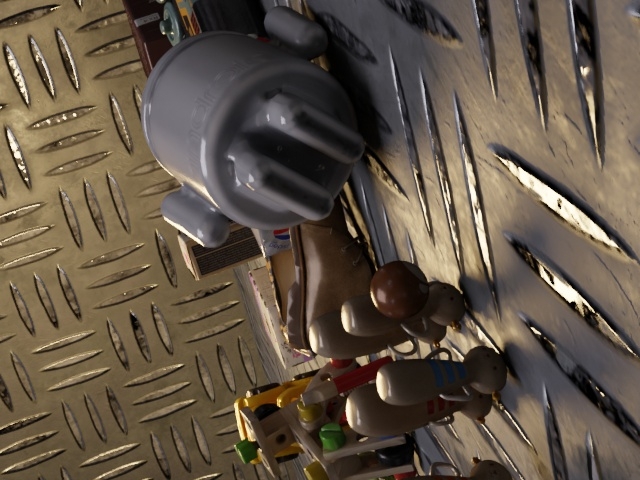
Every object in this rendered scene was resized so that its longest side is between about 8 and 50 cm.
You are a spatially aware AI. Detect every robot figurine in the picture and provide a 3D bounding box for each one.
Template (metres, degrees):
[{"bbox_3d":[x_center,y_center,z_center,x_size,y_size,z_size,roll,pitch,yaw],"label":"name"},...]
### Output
[{"bbox_3d":[-0.090,-0.138,1.366,0.199,0.300,0.353,31,-179,-35],"label":"robot figurine"}]

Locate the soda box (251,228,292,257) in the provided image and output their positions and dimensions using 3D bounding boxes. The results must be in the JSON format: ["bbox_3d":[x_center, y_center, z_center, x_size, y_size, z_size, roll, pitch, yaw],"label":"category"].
[{"bbox_3d":[-0.102,-0.105,1.971,0.091,0.098,0.286,80,168,-45],"label":"soda box"}]

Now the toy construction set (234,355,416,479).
[{"bbox_3d":[-0.006,0.277,1.712,0.309,0.237,0.257,86,159,-56],"label":"toy construction set"}]

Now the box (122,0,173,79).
[{"bbox_3d":[-0.233,-0.347,2.008,0.203,0.168,0.167,-119,14,-47],"label":"box"}]

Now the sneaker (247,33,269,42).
[{"bbox_3d":[-0.063,-0.153,1.626,0.118,0.107,0.279,25,137,65],"label":"sneaker"}]

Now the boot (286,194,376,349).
[{"bbox_3d":[0.022,0.002,1.511,0.112,0.115,0.305,-38,-50,-63],"label":"boot"}]

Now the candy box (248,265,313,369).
[{"bbox_3d":[-0.090,0.168,2.574,0.196,0.070,0.165,-125,18,-62],"label":"candy box"}]

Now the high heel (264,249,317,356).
[{"bbox_3d":[-0.054,0.085,2.075,0.261,0.093,0.186,-107,-4,-61],"label":"high heel"}]

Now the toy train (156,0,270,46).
[{"bbox_3d":[-0.174,-0.369,1.762,0.190,0.142,0.334,121,132,-63],"label":"toy train"}]

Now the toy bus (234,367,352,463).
[{"bbox_3d":[-0.026,0.313,2.051,0.211,0.220,0.149,142,113,-74],"label":"toy bus"}]

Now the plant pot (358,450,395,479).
[{"bbox_3d":[0.096,0.385,1.915,0.083,0.083,0.079,68,158,14],"label":"plant pot"}]

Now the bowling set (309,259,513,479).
[{"bbox_3d":[0.112,0.110,1.093,0.287,0.154,0.200,-115,29,-41],"label":"bowling set"}]

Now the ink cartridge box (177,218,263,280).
[{"bbox_3d":[-0.205,0.003,2.520,0.234,0.193,0.088,-153,44,-77],"label":"ink cartridge box"}]
